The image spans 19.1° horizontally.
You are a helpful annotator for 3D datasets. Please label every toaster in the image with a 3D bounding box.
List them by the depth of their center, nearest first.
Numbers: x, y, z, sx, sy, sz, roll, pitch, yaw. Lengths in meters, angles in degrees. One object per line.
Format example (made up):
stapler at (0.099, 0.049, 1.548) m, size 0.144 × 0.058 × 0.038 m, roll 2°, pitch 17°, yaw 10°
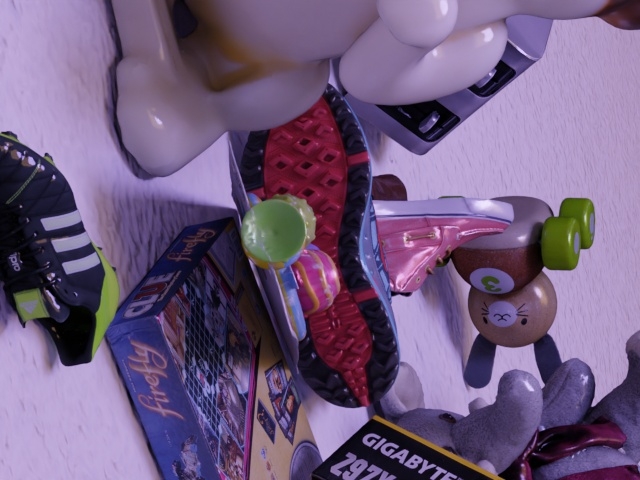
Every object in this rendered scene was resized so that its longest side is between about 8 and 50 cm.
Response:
toaster at (0.120, -0.189, 1.746) m, size 0.110 × 0.168 × 0.185 m, roll 39°, pitch 38°, yaw -15°

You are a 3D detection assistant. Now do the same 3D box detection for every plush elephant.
plush elephant at (0.163, 0.200, 1.603) m, size 0.255 × 0.330 × 0.272 m, roll 32°, pitch 33°, yaw -32°

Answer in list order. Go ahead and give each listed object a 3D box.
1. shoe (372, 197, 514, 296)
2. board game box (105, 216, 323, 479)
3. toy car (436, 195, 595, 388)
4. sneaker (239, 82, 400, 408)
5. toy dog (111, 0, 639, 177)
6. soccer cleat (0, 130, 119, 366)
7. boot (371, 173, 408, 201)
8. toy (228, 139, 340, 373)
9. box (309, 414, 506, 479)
shoe at (0.085, 0.008, 1.627) m, size 0.063 × 0.178 × 0.081 m, roll 157°, pitch -70°, yaw -67°
board game box at (-0.063, 0.127, 1.331) m, size 0.165 × 0.042 × 0.243 m, roll -57°, pitch 131°, yaw -61°
toy car at (0.182, 0.058, 1.847) m, size 0.149 × 0.155 × 0.188 m, roll -38°, pitch 127°, yaw -66°
sneaker at (0.000, 0.000, 1.516) m, size 0.125 × 0.104 × 0.261 m, roll -47°, pitch 129°, yaw -84°
toy dog at (0.075, -0.220, 1.354) m, size 0.395 × 0.408 × 0.284 m, roll -3°, pitch 83°, yaw -68°
soccer cleat at (-0.168, 0.005, 1.118) m, size 0.179 × 0.060 × 0.072 m, roll 60°, pitch 30°, yaw -45°
boot at (0.057, -0.013, 1.711) m, size 0.114 × 0.037 × 0.106 m, roll 12°, pitch 70°, yaw -71°
toy at (-0.021, 0.012, 1.337) m, size 0.237 × 0.056 × 0.136 m, roll 74°, pitch -3°, yaw -81°
box at (0.134, 0.306, 1.378) m, size 0.079 × 0.257 × 0.322 m, roll -40°, pitch 132°, yaw -31°
